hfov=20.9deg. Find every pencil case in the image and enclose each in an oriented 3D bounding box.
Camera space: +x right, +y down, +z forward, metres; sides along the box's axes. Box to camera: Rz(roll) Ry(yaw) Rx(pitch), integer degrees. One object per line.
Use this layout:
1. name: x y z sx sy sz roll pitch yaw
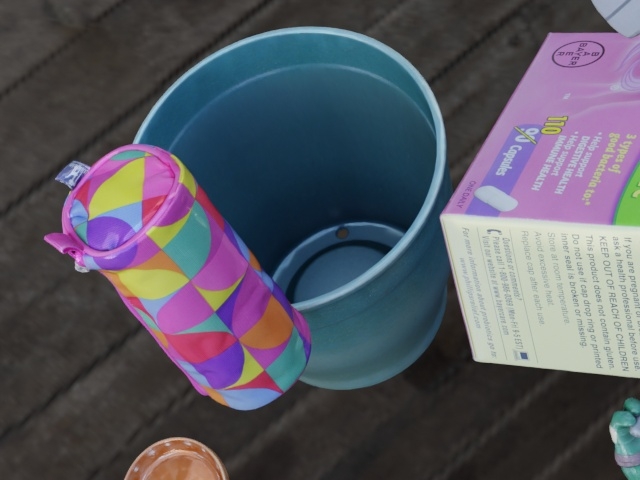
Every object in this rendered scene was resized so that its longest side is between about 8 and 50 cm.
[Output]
1. pencil case: -0.094 0.029 1.221 0.104 0.104 0.236 -49 137 -10

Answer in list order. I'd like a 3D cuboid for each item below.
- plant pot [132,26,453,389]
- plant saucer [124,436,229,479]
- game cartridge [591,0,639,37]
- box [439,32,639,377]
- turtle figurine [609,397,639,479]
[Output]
1. plant pot: 0.000 0.000 1.504 0.271 0.272 0.255 -46 148 -12
2. plant saucer: -0.098 0.176 1.182 0.083 0.083 0.013 -62 149 -3
3. game cartridge: 0.227 -0.205 0.670 0.060 0.196 0.294 47 49 -6
4. box: 0.229 -0.025 1.063 0.213 0.243 0.117 -56 141 -44
5. turtle figurine: 0.261 0.180 1.124 0.175 0.118 0.234 14 70 5
